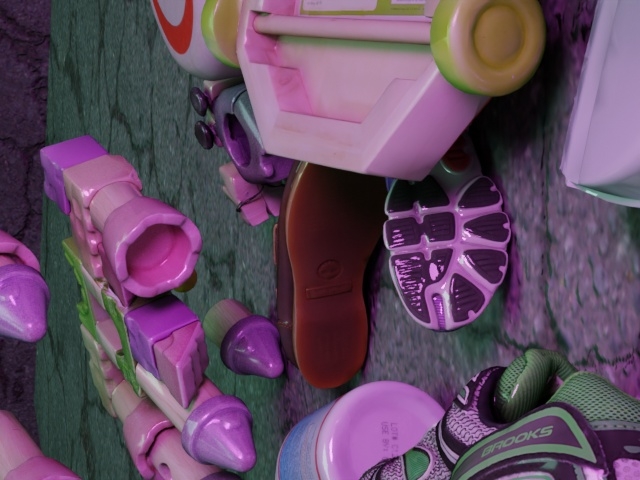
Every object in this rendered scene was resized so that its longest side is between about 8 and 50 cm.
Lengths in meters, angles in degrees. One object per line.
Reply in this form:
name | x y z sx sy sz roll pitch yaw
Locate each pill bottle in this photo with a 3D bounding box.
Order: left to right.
pill bottle | 0.022 0.142 0.999 0.160 0.087 0.087 138 129 -69

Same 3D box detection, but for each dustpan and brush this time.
dustpan and brush | 0.161 -0.075 0.573 0.211 0.060 0.147 -145 68 -78

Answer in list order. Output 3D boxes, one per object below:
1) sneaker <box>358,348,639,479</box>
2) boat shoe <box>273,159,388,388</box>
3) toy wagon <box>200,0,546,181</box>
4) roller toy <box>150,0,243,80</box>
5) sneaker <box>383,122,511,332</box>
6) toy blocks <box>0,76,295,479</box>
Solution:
sneaker | 0.092 0.130 0.742 0.343 0.134 0.146 158 135 -77
boat shoe | 0.000 0.000 1.087 0.073 0.073 0.207 -117 30 -53
toy wagon | 0.039 -0.208 0.845 0.267 0.068 0.344 16 97 59
roller toy | -0.037 -0.212 1.064 0.191 0.146 0.209 -157 55 -71
sneaker | 0.068 -0.016 0.902 0.071 0.068 0.170 84 -178 -52
toy blocks | -0.103 0.076 1.183 0.260 0.309 0.288 40 146 47
